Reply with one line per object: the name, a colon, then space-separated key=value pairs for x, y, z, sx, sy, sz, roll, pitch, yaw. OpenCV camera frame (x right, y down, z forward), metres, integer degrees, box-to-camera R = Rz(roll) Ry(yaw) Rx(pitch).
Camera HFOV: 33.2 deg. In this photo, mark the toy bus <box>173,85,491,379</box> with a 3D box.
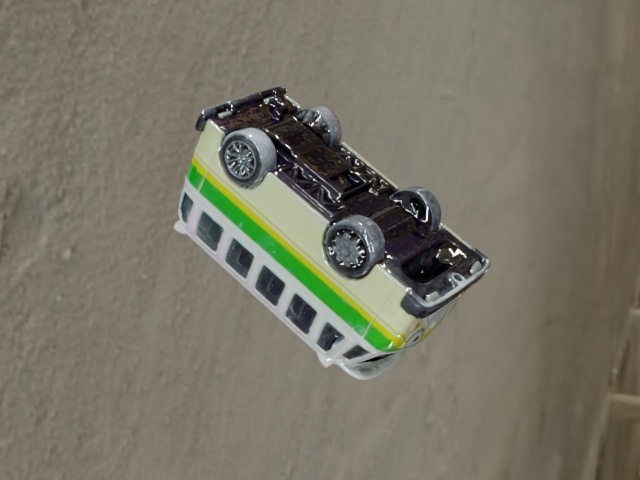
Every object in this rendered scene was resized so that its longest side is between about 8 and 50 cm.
toy bus: x=0.000 y=0.000 z=1.102 sx=0.143 sy=0.305 sz=0.179 roll=-28 pitch=153 yaw=-51
